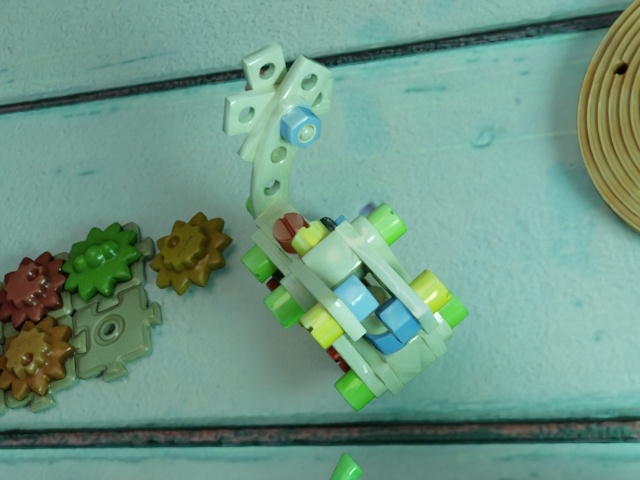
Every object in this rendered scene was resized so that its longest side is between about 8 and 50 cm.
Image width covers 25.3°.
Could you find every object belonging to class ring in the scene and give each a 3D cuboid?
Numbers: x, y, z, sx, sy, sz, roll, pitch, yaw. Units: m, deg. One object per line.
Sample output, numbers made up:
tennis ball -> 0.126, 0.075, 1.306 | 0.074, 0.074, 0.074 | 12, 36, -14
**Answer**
ring -> 0.374, -0.119, 1.155 | 0.336, 0.032, 0.337 | -15, 52, 20

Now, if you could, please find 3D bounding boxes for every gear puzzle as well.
gear puzzle -> -0.236, 0.063, 1.358 | 0.338, 0.044, 0.175 | -23, 51, 14

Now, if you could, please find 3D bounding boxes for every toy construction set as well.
toy construction set -> 0.000, 0.000, 1.157 | 0.151, 0.215, 0.328 | -31, 49, 7

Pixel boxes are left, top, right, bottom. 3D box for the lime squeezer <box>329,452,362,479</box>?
lime squeezer -> -0.071, 0.272, 0.926 | 0.310, 0.059, 0.110 | -44, 49, -4
